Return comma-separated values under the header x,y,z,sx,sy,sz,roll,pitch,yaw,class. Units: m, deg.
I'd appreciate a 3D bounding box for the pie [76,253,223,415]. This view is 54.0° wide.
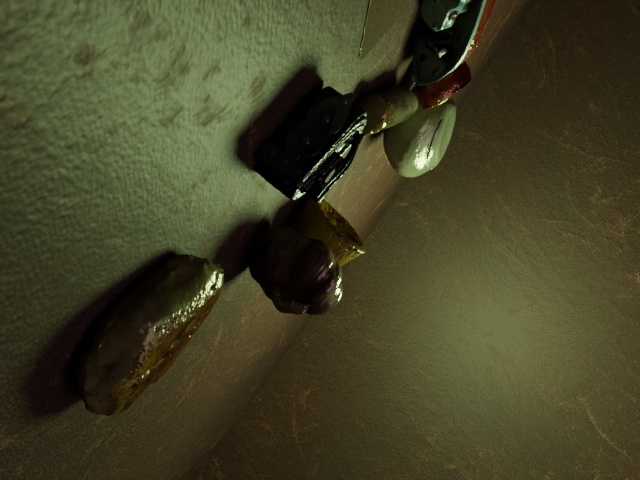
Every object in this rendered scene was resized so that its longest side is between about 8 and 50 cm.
x,y,z,sx,sy,sz,roll,pitch,yaw,class
-0.274,0.160,1.037,0.315,0.092,0.315,-54,173,-10,pie

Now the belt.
x,y,z,sx,sy,sz,roll,pitch,yaw,class
-0.004,-0.162,1.113,0.218,0.128,0.122,-51,171,-18,belt

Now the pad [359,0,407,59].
x,y,z,sx,sy,sz,roll,pitch,yaw,class
0.132,-0.457,1.146,0.176,0.002,0.266,-52,171,-18,pad

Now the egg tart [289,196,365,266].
x,y,z,sx,sy,sz,roll,pitch,yaw,class
0.000,0.000,1.588,0.147,0.202,0.202,-44,174,14,egg tart

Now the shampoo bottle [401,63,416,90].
x,y,z,sx,sy,sz,roll,pitch,yaw,class
0.270,-0.469,1.700,0.165,0.040,0.080,-59,169,20,shampoo bottle

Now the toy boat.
x,y,z,sx,sy,sz,roll,pitch,yaw,class
0.280,-0.482,1.429,0.133,0.145,0.332,-26,158,-21,toy boat

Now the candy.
x,y,z,sx,sy,sz,roll,pitch,yaw,class
0.281,-0.323,1.848,0.295,0.185,0.295,-48,152,-35,candy

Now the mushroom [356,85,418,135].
x,y,z,sx,sy,sz,roll,pitch,yaw,class
0.167,-0.326,1.555,0.123,0.095,0.351,-33,-179,26,mushroom

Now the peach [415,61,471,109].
x,y,z,sx,sy,sz,roll,pitch,yaw,class
0.308,-0.421,1.632,0.172,0.092,0.127,-39,-154,-20,peach

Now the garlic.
x,y,z,sx,sy,sz,roll,pitch,yaw,class
-0.064,0.084,1.424,0.160,0.245,0.245,-54,172,-22,garlic
